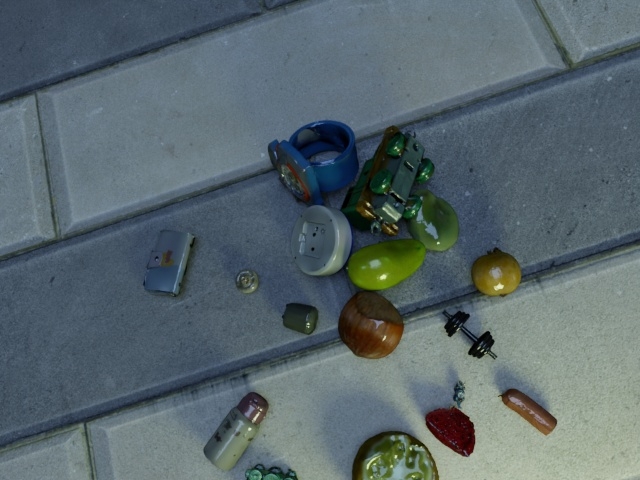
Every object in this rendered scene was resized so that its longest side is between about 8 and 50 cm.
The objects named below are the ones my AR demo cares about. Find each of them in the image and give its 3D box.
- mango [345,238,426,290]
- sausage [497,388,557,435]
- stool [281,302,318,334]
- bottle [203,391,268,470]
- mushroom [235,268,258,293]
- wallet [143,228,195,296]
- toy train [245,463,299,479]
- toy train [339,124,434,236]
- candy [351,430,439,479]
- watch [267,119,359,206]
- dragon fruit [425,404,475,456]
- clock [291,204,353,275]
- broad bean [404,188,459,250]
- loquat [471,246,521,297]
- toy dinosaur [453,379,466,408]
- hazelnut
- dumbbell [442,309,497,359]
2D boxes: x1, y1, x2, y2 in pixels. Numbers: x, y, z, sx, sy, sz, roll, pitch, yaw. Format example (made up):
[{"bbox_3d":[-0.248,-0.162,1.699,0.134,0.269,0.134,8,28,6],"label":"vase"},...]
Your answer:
[{"bbox_3d":[0.207,0.077,1.527,0.272,0.185,0.149,-14,80,-36],"label":"mango"},{"bbox_3d":[0.621,0.507,1.436,0.169,0.065,0.065,38,82,15],"label":"sausage"},{"bbox_3d":[-0.066,0.254,1.563,0.110,0.096,0.096,11,77,15],"label":"stool"},{"bbox_3d":[-0.255,0.586,1.489,0.109,0.110,0.233,34,81,14],"label":"bottle"},{"bbox_3d":[-0.254,0.136,1.622,0.085,0.079,0.085,-3,74,12],"label":"mushroom"},{"bbox_3d":[-0.530,0.080,1.675,0.169,0.069,0.231,3,71,25],"label":"wallet"},{"bbox_3d":[-0.148,0.751,1.455,0.177,0.071,0.105,9,87,7],"label":"toy train"},{"bbox_3d":[0.214,-0.189,1.582,0.178,0.249,0.430,35,62,-25],"label":"toy train"},{"bbox_3d":[0.220,0.694,1.402,0.259,0.118,0.260,-1,75,3],"label":"candy"},{"bbox_3d":[-0.023,-0.294,1.658,0.274,0.242,0.305,-35,54,-14],"label":"watch"},{"bbox_3d":[0.399,0.568,1.440,0.162,0.083,0.106,35,60,25],"label":"dragon fruit"},{"bbox_3d":[0.000,0.000,1.566,0.230,0.083,0.231,-9,78,46],"label":"clock"},{"bbox_3d":[0.364,-0.069,1.599,0.228,0.100,0.169,41,89,13],"label":"broad bean"},{"bbox_3d":[0.555,0.104,1.509,0.163,0.137,0.163,-6,73,21],"label":"loquat"},{"bbox_3d":[0.430,0.474,1.471,0.030,0.047,0.084,9,75,7],"label":"toy dinosaur"},{"bbox_3d":[0.157,0.269,1.496,0.214,0.176,0.215,-10,73,36],"label":"hazelnut"},{"bbox_3d":[0.464,0.293,1.488,0.208,0.099,0.099,42,83,15],"label":"dumbbell"}]
